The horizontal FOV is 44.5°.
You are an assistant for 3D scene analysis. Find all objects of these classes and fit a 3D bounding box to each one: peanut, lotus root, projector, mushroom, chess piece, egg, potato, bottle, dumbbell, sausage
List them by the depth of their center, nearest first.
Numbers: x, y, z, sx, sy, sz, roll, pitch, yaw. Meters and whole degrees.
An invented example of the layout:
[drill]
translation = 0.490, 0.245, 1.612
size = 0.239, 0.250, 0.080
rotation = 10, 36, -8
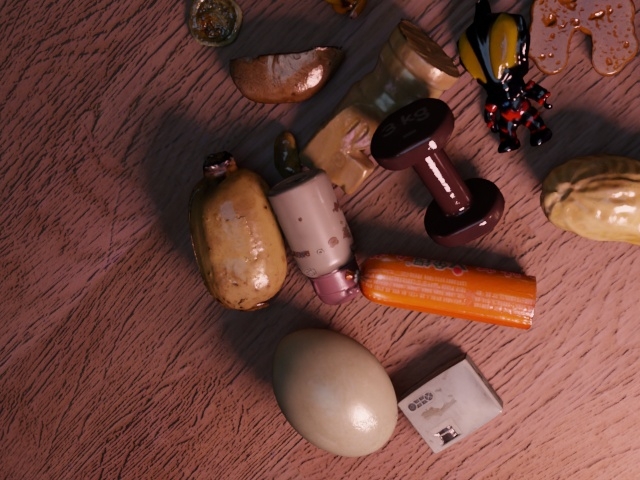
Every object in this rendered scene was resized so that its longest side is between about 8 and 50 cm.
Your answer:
[peanut]
translation = 0.495, -0.054, 1.197
size = 0.306, 0.147, 0.147
rotation = 14, 102, 11
[dumbbell]
translation = 0.187, -0.104, 1.235
size = 0.140, 0.124, 0.225
rotation = -26, 124, 18
[sausage]
translation = 0.196, 0.078, 1.299
size = 0.312, 0.093, 0.092
rotation = 10, 101, 4
[chess piece]
translation = 0.087, -0.212, 1.307
size = 0.137, 0.137, 0.301
rotation = 46, 119, 4
[egg]
translation = 0.023, 0.259, 1.346
size = 0.253, 0.186, 0.186
rotation = 44, 106, 1
[mushroom]
translation = -0.062, -0.284, 1.349
size = 0.210, 0.072, 0.094
rotation = 0, 107, 14
[bottle]
translation = 0.000, 0.000, 1.349
size = 0.110, 0.110, 0.233
rotation = -18, 106, 17
[projector]
translation = 0.227, 0.282, 1.362
size = 0.147, 0.061, 0.115
rotation = -37, 87, 17
[lotus root]
translation = -0.149, -0.016, 1.376
size = 0.160, 0.146, 0.284
rotation = -14, 102, -3
[potato]
translation = -0.061, -0.147, 1.383
size = 0.047, 0.045, 0.092
rotation = -13, 99, -11

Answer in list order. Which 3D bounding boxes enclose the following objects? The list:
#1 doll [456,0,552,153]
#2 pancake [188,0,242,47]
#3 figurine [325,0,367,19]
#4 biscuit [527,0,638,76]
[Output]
[doll]
translation = 0.292, -0.266, 1.251
size = 0.127, 0.088, 0.248
rotation = -14, 98, 17
[pancake]
translation = -0.188, -0.396, 1.394
size = 0.108, 0.017, 0.108
rotation = 4, 103, 17
[figurine]
translation = 0.004, -0.455, 1.305
size = 0.176, 0.121, 0.122
rotation = 21, 75, 21
[biscuit]
translation = 0.412, -0.407, 1.221
size = 0.186, 0.044, 0.295
rotation = 6, 101, 11
